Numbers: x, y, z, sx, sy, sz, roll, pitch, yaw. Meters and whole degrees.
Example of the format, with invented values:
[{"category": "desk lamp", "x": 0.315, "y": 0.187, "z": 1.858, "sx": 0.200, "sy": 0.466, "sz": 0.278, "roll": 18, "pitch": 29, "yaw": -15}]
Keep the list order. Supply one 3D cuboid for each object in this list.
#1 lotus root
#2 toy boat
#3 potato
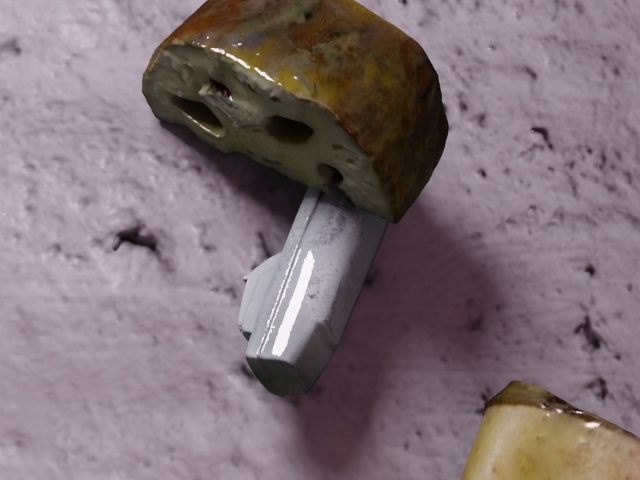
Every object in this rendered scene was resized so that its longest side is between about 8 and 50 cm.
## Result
[{"category": "lotus root", "x": -0.016, "y": -0.119, "z": 1.285, "sx": 0.234, "sy": 0.138, "sz": 0.119, "roll": 27, "pitch": 61, "yaw": 15}, {"category": "toy boat", "x": 0.000, "y": 0.000, "z": 1.318, "sx": 0.085, "sy": 0.078, "sz": 0.261, "roll": 5, "pitch": 56, "yaw": 28}, {"category": "potato", "x": 0.211, "y": 0.263, "z": 1.239, "sx": 0.285, "sy": 0.242, "sz": 0.243, "roll": 40, "pitch": 63, "yaw": -25}]
